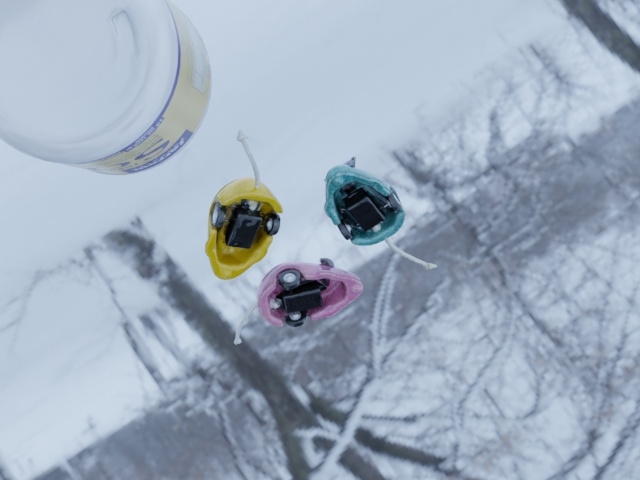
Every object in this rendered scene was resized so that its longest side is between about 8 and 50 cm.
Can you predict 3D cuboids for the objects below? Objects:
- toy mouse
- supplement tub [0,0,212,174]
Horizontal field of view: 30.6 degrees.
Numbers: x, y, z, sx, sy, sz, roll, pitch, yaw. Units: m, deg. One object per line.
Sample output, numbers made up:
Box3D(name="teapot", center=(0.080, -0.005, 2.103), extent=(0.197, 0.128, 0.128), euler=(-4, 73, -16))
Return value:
Box3D(name="toy mouse", center=(0.000, 0.000, 0.680), extent=(0.143, 0.031, 0.161), euler=(3, 129, -21))
Box3D(name="supplement tub", center=(-0.261, -0.201, 1.396), extent=(0.241, 0.241, 0.331), euler=(-35, 177, 4))
